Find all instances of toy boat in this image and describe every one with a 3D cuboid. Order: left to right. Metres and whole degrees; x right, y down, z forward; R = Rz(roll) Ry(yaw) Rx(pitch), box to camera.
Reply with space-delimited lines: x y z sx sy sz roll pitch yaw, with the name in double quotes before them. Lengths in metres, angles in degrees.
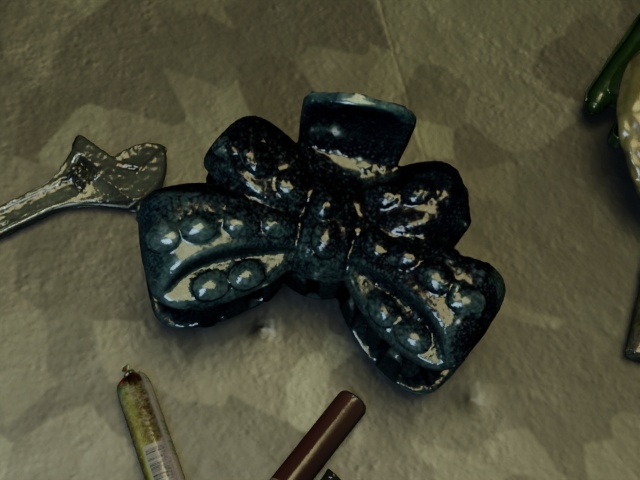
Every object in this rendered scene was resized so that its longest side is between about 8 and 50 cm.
"toy boat" 0.344 -0.174 1.335 0.104 0.052 0.210 31 63 11

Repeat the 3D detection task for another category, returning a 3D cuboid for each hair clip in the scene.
"hair clip" 0.005 -0.004 1.142 0.310 0.194 0.206 14 70 -1

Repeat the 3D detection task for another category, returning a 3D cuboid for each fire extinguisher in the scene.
"fire extinguisher" -0.016 0.202 1.122 0.173 0.035 0.049 -49 116 -24

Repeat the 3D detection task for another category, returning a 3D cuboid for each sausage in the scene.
"sausage" -0.119 0.221 1.096 0.033 0.033 0.269 -16 67 -14

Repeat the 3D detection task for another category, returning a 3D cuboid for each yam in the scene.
"yam" 0.316 0.006 1.256 0.029 0.027 0.234 28 61 -20

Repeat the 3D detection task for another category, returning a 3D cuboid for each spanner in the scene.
"spanner" -0.283 -0.015 1.198 0.325 0.026 0.093 -27 71 -16

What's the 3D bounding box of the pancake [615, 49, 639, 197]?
"pancake" 0.378 -0.087 1.271 0.222 0.042 0.236 -2 78 -27
